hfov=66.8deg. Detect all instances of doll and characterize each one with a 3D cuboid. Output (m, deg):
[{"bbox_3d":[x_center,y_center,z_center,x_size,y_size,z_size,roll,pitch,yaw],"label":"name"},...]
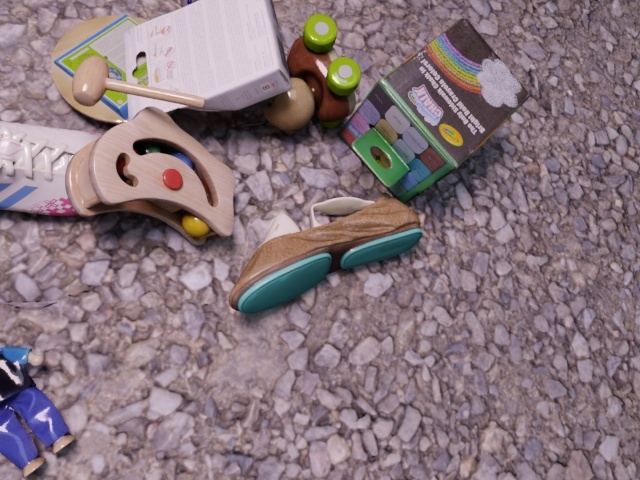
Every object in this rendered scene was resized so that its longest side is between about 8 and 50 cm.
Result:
[{"bbox_3d":[-0.388,0.191,0.584,0.129,0.046,0.189,-37,89,-25],"label":"doll"}]

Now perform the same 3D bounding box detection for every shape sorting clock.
[{"bbox_3d":[-0.300,-0.264,0.748,0.206,0.040,0.207,5,64,-10],"label":"shape sorting clock"}]

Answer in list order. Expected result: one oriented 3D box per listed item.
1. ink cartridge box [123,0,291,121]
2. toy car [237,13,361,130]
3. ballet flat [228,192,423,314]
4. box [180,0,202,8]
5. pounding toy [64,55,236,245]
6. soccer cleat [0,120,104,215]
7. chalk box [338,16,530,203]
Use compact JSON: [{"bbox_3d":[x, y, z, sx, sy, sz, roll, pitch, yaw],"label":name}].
[{"bbox_3d":[-0.170,-0.269,0.717,0.232,0.066,0.189,-19,66,14],"label":"ink cartridge box"},{"bbox_3d":[-0.051,-0.237,0.777,0.188,0.155,0.149,-27,84,-11],"label":"toy car"},{"bbox_3d":[0.000,0.000,0.747,0.342,0.116,0.124,-21,62,-23],"label":"ballet flat"},{"bbox_3d":[-0.190,-0.422,0.786,0.072,0.126,0.137,-10,78,-19],"label":"box"},{"bbox_3d":[-0.206,-0.090,0.614,0.269,0.154,0.154,41,51,-37],"label":"pounding toy"},{"bbox_3d":[-0.391,-0.095,0.613,0.330,0.143,0.116,-6,77,-21],"label":"soccer cleat"},{"bbox_3d":[0.166,-0.194,0.815,0.289,0.179,0.180,-41,91,-23],"label":"chalk box"}]
